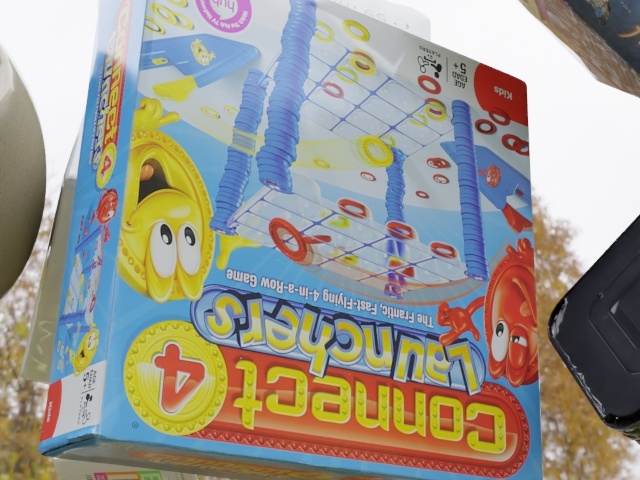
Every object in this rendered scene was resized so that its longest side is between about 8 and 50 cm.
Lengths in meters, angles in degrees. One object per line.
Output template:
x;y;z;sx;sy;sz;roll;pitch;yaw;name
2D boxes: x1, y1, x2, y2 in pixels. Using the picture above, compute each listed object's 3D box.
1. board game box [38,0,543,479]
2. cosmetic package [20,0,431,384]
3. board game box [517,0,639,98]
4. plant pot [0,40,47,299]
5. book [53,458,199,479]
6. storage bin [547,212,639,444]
0.000;0.000;0.630;0.308;0.302;0.086;14;-24;-30;board game box
-0.090;-0.053;1.040;0.329;0.393;0.327;16;-43;-12;cosmetic package
0.171;-0.201;0.735;0.243;0.165;0.042;40;-80;-16;board game box
-0.339;-0.086;0.785;0.284;0.284;0.191;23;-43;-22;plant pot
-0.190;0.252;0.988;0.144;0.035;0.096;-8;-72;22;book
0.237;0.035;0.579;0.084;0.122;0.180;30;-71;-24;storage bin
